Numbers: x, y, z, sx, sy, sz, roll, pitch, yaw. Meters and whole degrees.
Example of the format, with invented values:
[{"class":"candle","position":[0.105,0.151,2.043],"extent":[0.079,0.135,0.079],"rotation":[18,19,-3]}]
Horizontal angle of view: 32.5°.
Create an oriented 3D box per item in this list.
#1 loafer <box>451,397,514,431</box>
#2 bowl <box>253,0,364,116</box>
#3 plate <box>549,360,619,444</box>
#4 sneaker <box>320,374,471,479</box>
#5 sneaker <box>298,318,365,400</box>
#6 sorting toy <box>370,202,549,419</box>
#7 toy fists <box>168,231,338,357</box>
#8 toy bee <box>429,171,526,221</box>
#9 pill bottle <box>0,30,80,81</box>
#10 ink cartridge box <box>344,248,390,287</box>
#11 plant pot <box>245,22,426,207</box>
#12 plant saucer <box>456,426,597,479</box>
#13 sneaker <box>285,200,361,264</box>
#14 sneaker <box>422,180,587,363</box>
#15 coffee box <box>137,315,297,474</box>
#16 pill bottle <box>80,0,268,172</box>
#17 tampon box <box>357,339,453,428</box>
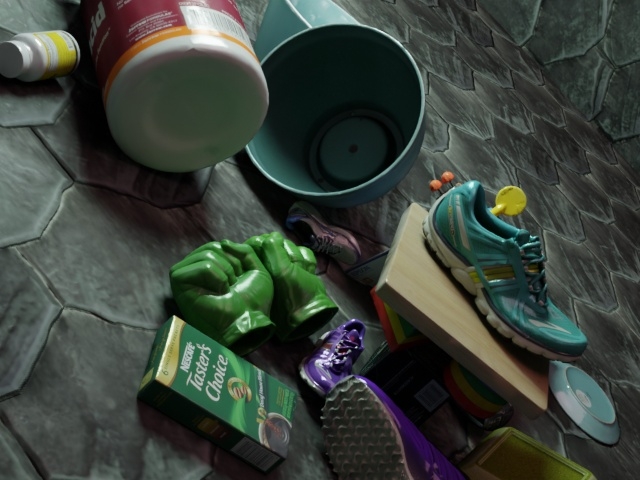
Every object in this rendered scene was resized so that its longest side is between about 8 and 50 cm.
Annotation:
[{"class":"loafer","position":[0.205,0.190,1.658],"extent":[0.078,0.076,0.223],"rotation":[0,49,-52]},{"class":"bowl","position":[-0.001,-0.314,1.987],"extent":[0.311,0.163,0.311],"rotation":[35,22,-16]},{"class":"plate","position":[0.477,0.283,1.974],"extent":[0.188,0.024,0.188],"rotation":[35,28,-21]},{"class":"sneaker","position":[0.116,0.294,1.366],"extent":[0.293,0.102,0.146],"rotation":[56,24,12]},{"class":"sneaker","position":[0.021,0.152,1.456],"extent":[0.068,0.071,0.170],"rotation":[40,27,-9]},{"class":"sorting toy","position":[0.176,0.105,1.449],"extent":[0.257,0.089,0.255],"rotation":[39,27,-6]},{"class":"toy fists","position":[-0.085,0.060,1.412],"extent":[0.142,0.096,0.279],"rotation":[52,28,16]},{"class":"toy bee","position":[0.253,-0.033,1.963],"extent":[0.162,0.195,0.298],"rotation":[52,-17,-25]},{"class":"pill bottle","position":[-0.381,-0.247,1.471],"extent":[0.065,0.065,0.116],"rotation":[48,26,7]},{"class":"ink cartridge box","position":[0.187,0.056,1.677],"extent":[0.224,0.223,0.045],"rotation":[33,56,-23]},{"class":"plant pot","position":[0.039,-0.175,1.773],"extent":[0.293,0.293,0.196],"rotation":[56,2,23]},{"class":"plant saucer","position":[0.285,0.328,1.501],"extent":[0.188,0.045,0.188],"rotation":[28,27,23]},{"class":"sneaker","position":[0.000,0.000,1.686],"extent":[0.135,0.052,0.058],"rotation":[36,36,-1]},{"class":"sneaker","position":[0.245,0.042,1.412],"extent":[0.275,0.110,0.107],"rotation":[50,28,13]},{"class":"coffee box","position":[-0.114,0.176,1.253],"extent":[0.184,0.040,0.113],"rotation":[35,32,-17]},{"class":"pill bottle","position":[-0.227,-0.305,1.598],"extent":[0.224,0.224,0.392],"rotation":[22,33,-38]},{"class":"tampon box","position":[0.130,0.177,1.516],"extent":[0.101,0.120,0.161],"rotation":[44,27,1]}]
